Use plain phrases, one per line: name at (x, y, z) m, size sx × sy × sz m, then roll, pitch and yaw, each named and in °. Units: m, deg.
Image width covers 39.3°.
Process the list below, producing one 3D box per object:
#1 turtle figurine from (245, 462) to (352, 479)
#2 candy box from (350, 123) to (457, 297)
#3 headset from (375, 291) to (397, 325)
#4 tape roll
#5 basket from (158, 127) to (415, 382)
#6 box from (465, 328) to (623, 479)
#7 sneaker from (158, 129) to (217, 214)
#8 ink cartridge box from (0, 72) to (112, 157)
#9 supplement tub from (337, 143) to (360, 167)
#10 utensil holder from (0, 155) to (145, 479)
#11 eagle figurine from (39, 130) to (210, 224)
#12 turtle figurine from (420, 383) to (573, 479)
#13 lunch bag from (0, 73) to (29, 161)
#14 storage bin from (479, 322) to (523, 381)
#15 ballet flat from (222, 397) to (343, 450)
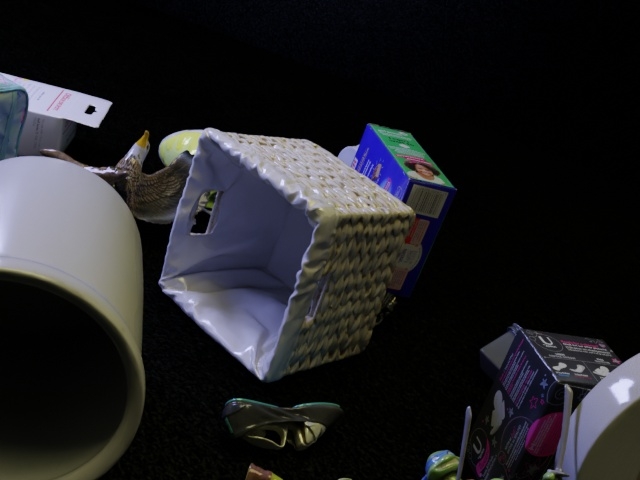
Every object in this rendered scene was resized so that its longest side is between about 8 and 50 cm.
turtle figurine at (0.000, 0.362, 1.145) m, size 0.217 × 0.087 × 0.269 m, roll 18°, pitch 24°, yaw -1°
candy box at (0.146, -0.072, 1.947) m, size 0.122 × 0.268 × 0.317 m, roll 12°, pitch 25°, yaw -21°
headset at (0.000, 0.000, 1.760) m, size 0.394 × 0.243 × 0.185 m, roll 45°, pitch 30°, yaw 5°
tape roll at (0.526, 0.307, 1.266) m, size 0.392 × 0.392 × 0.072 m, roll 11°, pitch 25°, yaw -16°
basket at (-0.058, 0.015, 1.557) m, size 0.266 × 0.328 × 0.331 m, roll -5°, pitch 32°, yaw -45°
box at (0.351, 0.278, 1.369) m, size 0.163 × 0.247 × 0.142 m, roll 9°, pitch 27°, yaw -20°
sneaker at (-0.236, -0.139, 1.985) m, size 0.385 × 0.145 × 0.147 m, roll 31°, pitch 27°, yaw 31°
ink cartridge box at (-0.665, -0.276, 2.006) m, size 0.353 × 0.119 × 0.207 m, roll 13°, pitch 24°, yaw -8°
supplement tub at (0.153, -0.178, 2.329) m, size 0.200 × 0.144 × 0.144 m, roll 1°, pitch 29°, yaw -33°
utensil holder at (-0.393, 0.095, 1.167) m, size 0.328 × 0.327 × 0.385 m, roll 11°, pitch 23°, yaw -15°
eagle figurine at (-0.377, -0.116, 1.801) m, size 0.226 × 0.225 × 0.298 m, roll 58°, pitch 11°, yaw 10°
turtle figurine at (0.243, 0.354, 1.142) m, size 0.198 × 0.275 × 0.266 m, roll 23°, pitch 33°, yaw -54°
lunch bag at (-0.642, -0.176, 1.614) m, size 0.108 × 0.279 × 0.224 m, roll 33°, pitch 26°, yaw 22°
storage bin at (0.364, 0.237, 1.675) m, size 0.091 × 0.098 × 0.135 m, roll -23°, pitch 40°, yaw -16°
ballet flat at (-0.051, 0.278, 1.328) m, size 0.203 × 0.074 × 0.074 m, roll 10°, pitch 25°, yaw -31°
